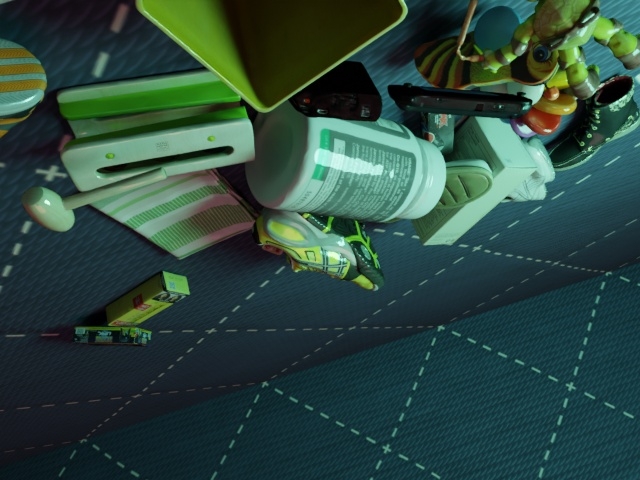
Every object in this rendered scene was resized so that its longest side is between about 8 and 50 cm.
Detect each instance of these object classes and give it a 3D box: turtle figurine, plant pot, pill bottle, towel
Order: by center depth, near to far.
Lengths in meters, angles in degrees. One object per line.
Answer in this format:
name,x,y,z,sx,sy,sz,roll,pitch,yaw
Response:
plant pot,-0.063,-0.313,0.543,0.212,0.187,0.212,-29,151,19
turtle figurine,0.332,-0.289,0.628,0.217,0.087,0.269,27,126,-27
pill bottle,0.059,-0.141,0.929,0.361,0.204,0.204,6,145,-38
towel,-0.291,-0.064,1.040,0.247,0.038,0.325,-22,153,9

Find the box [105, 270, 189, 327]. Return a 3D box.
box,-0.471,0.164,1.333,0.232,0.058,0.087,-28,153,21

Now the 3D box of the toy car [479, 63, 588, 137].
toy car,0.409,-0.267,0.942,0.159,0.136,0.182,-11,-166,-17

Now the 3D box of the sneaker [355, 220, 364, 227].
sneaker,0.093,-0.084,1.200,0.063,0.075,0.170,-14,153,-9

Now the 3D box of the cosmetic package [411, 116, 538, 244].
cosmetic package,0.337,-0.135,1.168,0.113,0.160,0.309,-3,151,-30

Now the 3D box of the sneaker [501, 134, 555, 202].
sneaker,0.528,-0.169,1.288,0.129,0.111,0.297,-17,153,11

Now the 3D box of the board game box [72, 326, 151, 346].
board game box,-0.592,0.276,1.405,0.170,0.048,0.141,1,163,-1

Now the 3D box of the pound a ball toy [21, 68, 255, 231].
pound a ball toy,-0.261,-0.126,0.750,0.319,0.208,0.136,-13,153,-11

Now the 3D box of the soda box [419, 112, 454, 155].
soda box,0.242,-0.240,1.023,0.060,0.053,0.169,-20,153,4

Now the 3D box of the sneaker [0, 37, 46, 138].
sneaker,-0.501,-0.144,0.573,0.321,0.125,0.180,-16,177,-41

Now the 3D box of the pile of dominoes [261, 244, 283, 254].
pile of dominoes,-0.027,-0.057,1.114,0.196,0.040,0.251,-4,127,-26

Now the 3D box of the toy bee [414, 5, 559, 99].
toy bee,0.302,-0.285,0.769,0.195,0.162,0.298,-19,-176,-37

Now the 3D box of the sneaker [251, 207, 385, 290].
sneaker,0.007,0.012,1.107,0.147,0.145,0.384,-35,130,21

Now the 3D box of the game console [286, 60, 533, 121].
game console,0.120,-0.222,0.725,0.361,0.213,0.044,3,121,-5

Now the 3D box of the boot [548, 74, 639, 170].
boot,0.642,-0.278,1.176,0.236,0.085,0.178,-33,147,20

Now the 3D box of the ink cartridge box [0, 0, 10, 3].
ink cartridge box,-0.391,-0.346,0.404,0.324,0.071,0.330,-16,152,-1

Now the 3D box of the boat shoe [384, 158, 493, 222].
boat shoe,0.241,-0.131,1.103,0.302,0.103,0.113,-13,131,40
